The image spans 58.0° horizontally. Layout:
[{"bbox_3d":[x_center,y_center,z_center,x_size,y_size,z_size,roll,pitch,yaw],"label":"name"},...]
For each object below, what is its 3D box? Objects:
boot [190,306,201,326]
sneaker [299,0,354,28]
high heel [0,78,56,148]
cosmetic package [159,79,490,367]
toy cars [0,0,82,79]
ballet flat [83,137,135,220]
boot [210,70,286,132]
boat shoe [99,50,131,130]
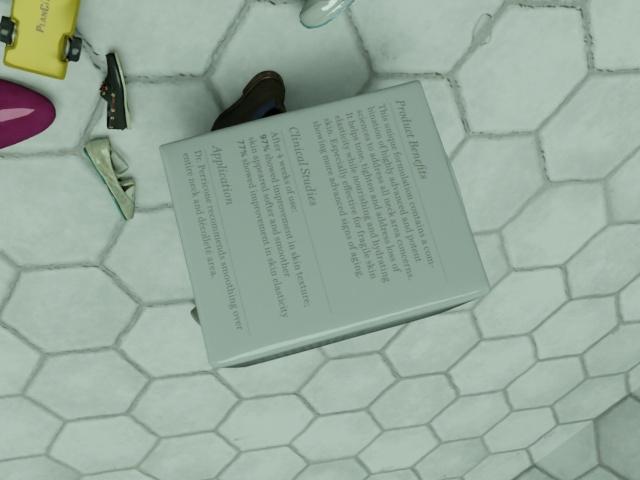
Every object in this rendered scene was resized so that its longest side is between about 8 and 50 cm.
[{"bbox_3d":[-0.187,0.106,1.231,0.208,0.076,0.189,-23,129,14],"label":"boot"},{"bbox_3d":[0.035,-0.416,0.842,0.092,0.087,0.228,32,108,-26],"label":"sneaker"},{"bbox_3d":[-0.586,-0.137,0.832,0.377,0.181,0.127,-11,131,-6],"label":"high heel"},{"bbox_3d":[0.000,0.000,0.935,0.394,0.329,0.327,-14,168,-4],"label":"cosmetic package"},{"bbox_3d":[-0.407,-0.403,0.727,0.176,0.087,0.393,-28,128,-8],"label":"toy cars"},{"bbox_3d":[-0.353,-0.104,1.011,0.052,0.057,0.168,-24,132,-8],"label":"ballet flat"},{"bbox_3d":[-0.130,-0.176,0.975,0.082,0.106,0.219,22,120,-30],"label":"boot"},{"bbox_3d":[-0.326,-0.233,0.912,0.042,0.049,0.133,-8,136,-19],"label":"boat shoe"}]
